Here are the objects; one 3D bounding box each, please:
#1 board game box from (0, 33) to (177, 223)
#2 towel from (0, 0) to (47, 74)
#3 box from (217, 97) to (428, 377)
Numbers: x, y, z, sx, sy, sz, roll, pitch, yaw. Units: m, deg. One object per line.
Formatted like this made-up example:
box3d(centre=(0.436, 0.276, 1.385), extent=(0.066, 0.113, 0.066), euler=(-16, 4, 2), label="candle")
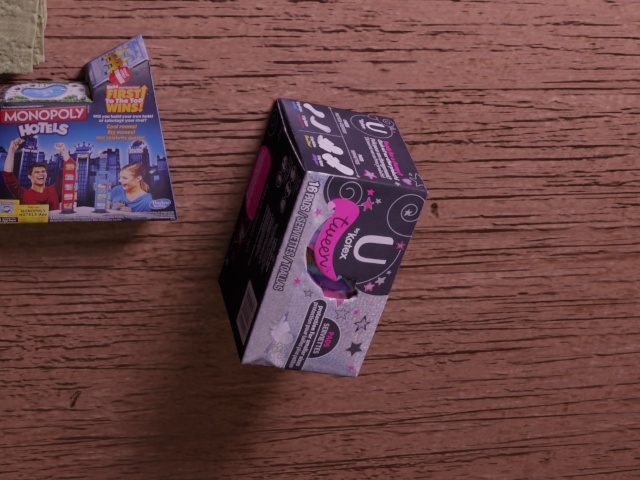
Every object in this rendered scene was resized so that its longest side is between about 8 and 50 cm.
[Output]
box3d(centre=(-0.236, -0.114, 1.868), extent=(0.194, 0.060, 0.194), euler=(-1, 122, -16), label="board game box")
box3d(centre=(-0.342, -0.213, 1.789), extent=(0.148, 0.027, 0.110), euler=(-3, 125, -16), label="towel")
box3d(centre=(0.000, 0.000, 1.949), extent=(0.142, 0.163, 0.247), euler=(8, 121, -19), label="box")
